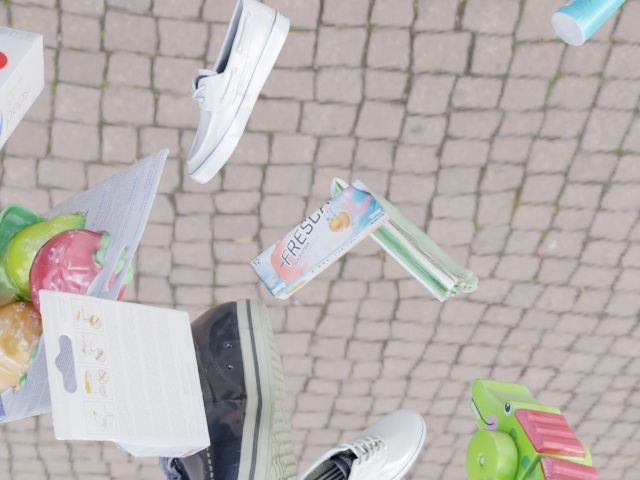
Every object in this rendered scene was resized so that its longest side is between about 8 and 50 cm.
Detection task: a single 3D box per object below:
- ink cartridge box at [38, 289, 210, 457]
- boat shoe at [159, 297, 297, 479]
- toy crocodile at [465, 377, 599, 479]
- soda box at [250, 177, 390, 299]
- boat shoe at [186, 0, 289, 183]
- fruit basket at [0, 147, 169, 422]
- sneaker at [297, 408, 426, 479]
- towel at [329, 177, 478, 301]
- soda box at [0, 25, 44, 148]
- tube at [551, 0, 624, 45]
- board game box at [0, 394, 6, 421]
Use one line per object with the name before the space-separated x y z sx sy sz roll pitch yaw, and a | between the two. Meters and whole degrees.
ink cartridge box | -0.191 0.129 1.006 0.179 0.145 0.045 12 146 -45
boat shoe | -0.114 0.246 1.234 0.155 0.500 0.187 -12 122 0
toy crocodile | 0.223 0.242 1.009 0.115 0.341 0.105 13 119 -17
soda box | 0.000 0.000 1.391 0.183 0.058 0.063 -38 167 4
boat shoe | -0.134 -0.207 1.456 0.084 0.258 0.095 25 176 -23
fruit basket | -0.315 0.074 1.302 0.353 0.327 0.165 -15 141 42
sneaker | 0.059 0.334 1.591 0.258 0.094 0.091 -38 150 -23
towel | 0.132 -0.004 1.630 0.038 0.248 0.325 -50 169 9
soda box | -0.364 -0.142 1.130 0.069 0.216 0.074 13 132 3
tube | 0.379 -0.332 1.358 0.207 0.080 0.052 -44 122 -13
board game box | -0.397 0.094 1.009 0.165 0.243 0.042 -30 152 14
